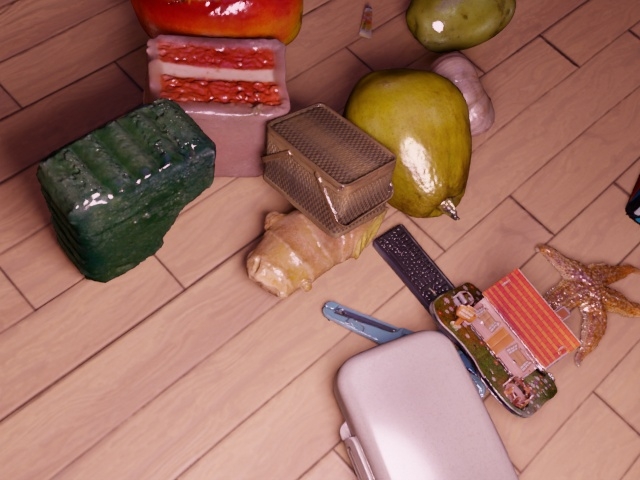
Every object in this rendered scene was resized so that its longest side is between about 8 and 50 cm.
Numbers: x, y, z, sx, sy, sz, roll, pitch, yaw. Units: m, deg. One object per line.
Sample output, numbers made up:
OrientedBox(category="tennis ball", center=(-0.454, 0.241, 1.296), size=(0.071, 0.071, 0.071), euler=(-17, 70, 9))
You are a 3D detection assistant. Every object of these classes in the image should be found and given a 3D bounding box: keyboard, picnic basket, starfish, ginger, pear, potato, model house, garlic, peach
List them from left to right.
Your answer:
OrientedBox(category="peach", center=(-0.232, -0.523, 1.728), size=(0.381, 0.242, 0.306), euler=(6, 41, 2))
OrientedBox(category="ginger", center=(0.000, 0.000, 1.562), size=(0.354, 0.126, 0.189), euler=(-19, 62, -25))
OrientedBox(category="picnic basket", center=(0.013, -0.148, 1.523), size=(0.165, 0.139, 0.267), euler=(-29, 55, -32))
OrientedBox(category="pear", center=(0.201, -0.198, 1.624), size=(0.287, 0.287, 0.375), euler=(-21, 71, -22))
OrientedBox(category="keyboard", center=(0.214, 0.066, 1.623), size=(0.094, 0.025, 0.230), euler=(-32, 71, -23))
OrientedBox(category="garlic", center=(0.296, -0.326, 1.801), size=(0.212, 0.218, 0.218), euler=(-23, 61, 17))
OrientedBox(category="potato", center=(0.365, -0.600, 1.937), size=(0.305, 0.215, 0.215), euler=(-19, 66, -24))
OrientedBox(category="model house", center=(0.383, 0.176, 1.477), size=(0.207, 0.154, 0.294), euler=(-15, 62, -51))
OrientedBox(category="starfish", center=(0.605, 0.123, 1.651), size=(0.303, 0.060, 0.299), euler=(-4, 59, -15))

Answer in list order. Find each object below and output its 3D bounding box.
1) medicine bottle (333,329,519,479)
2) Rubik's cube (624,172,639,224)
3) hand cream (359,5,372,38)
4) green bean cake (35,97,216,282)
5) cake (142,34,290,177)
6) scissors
OrientedBox(category="medicine bottle", center=(0.191, 0.362, 1.377), size=(0.282, 0.123, 0.375), euler=(-19, 70, -14))
OrientedBox(category="Rubik's cube", center=(0.909, -0.135, 1.755), size=(0.250, 0.248, 0.246), euler=(32, 60, 6))
OrientedBox(category="hand cream", center=(0.123, -0.578, 1.980), size=(0.035, 0.022, 0.102), euler=(15, 62, -12))
OrientedBox(category="green bean cake", center=(-0.361, -0.092, 1.429), size=(0.300, 0.307, 0.169), euler=(-32, 69, -24))
OrientedBox(category="cake", center=(-0.229, -0.291, 1.624), size=(0.309, 0.230, 0.236), euler=(-2, 58, -12))
OrientedBox(category="scissors", center=(0.187, 0.208, 1.529), size=(0.393, 0.032, 0.180), euler=(24, 58, 3))
